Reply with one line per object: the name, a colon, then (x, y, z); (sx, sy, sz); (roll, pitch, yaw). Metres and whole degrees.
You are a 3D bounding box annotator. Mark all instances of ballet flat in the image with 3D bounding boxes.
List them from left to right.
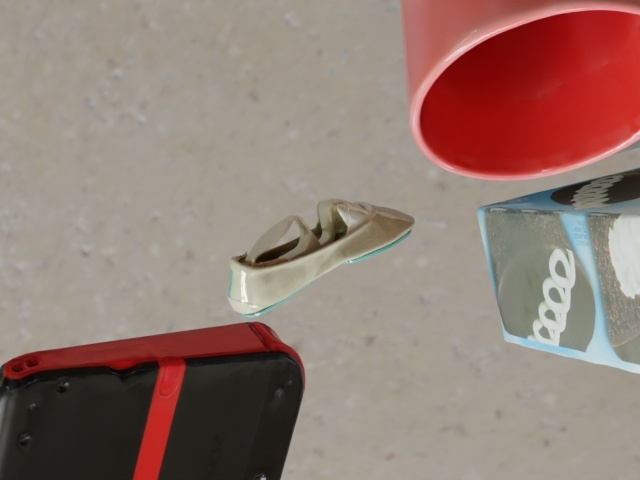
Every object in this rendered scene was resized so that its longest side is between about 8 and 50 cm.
ballet flat: (0.000, 0.000, 1.726); (0.248, 0.086, 0.086); (-29, 88, -30)

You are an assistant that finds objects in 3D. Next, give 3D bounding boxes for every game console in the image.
game console: (-0.178, 0.261, 1.392); (0.342, 0.060, 0.387); (-2, 114, -44)

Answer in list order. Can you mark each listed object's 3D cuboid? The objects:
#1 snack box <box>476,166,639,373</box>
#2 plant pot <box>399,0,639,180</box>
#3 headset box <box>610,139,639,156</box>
snack box: (0.196, -0.002, 0.486); (0.187, 0.322, 0.060); (-14, 96, -16)
plant pot: (0.191, -0.230, 1.492); (0.275, 0.275, 0.243); (-1, 59, -19)
headset box: (0.417, -0.232, 1.883); (0.246, 0.283, 0.131); (-17, 63, 20)
